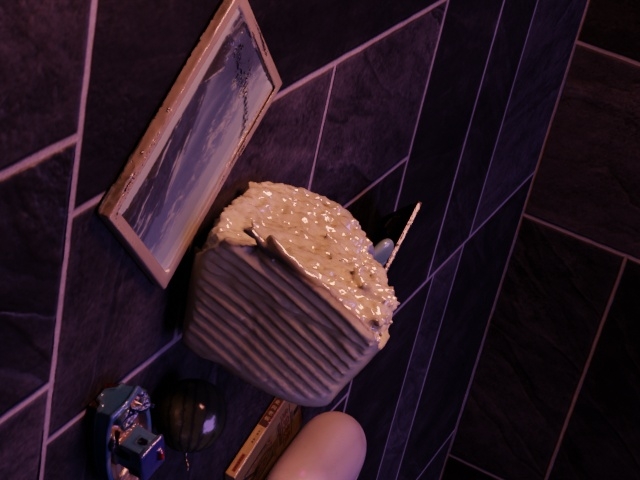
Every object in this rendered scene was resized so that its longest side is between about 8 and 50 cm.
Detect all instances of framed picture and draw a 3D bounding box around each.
[{"bbox_3d":[-0.156,-0.125,1.657,0.335,0.022,0.247,-62,161,-16],"label":"framed picture"},{"bbox_3d":[0.077,0.082,2.398,0.324,0.013,0.244,-62,-171,-11],"label":"framed picture"}]

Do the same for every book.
[{"bbox_3d":[-0.102,0.381,2.403,0.231,0.026,0.161,-55,158,-32],"label":"book"}]

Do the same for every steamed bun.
[{"bbox_3d":[-0.031,0.063,1.837,0.273,0.290,0.272,-57,176,35],"label":"steamed bun"}]

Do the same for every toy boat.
[{"bbox_3d":[-0.252,0.279,1.758,0.100,0.097,0.223,-48,154,-36],"label":"toy boat"}]

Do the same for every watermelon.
[{"bbox_3d":[-0.189,0.266,1.890,0.105,0.105,0.133,38,58,-71],"label":"watermelon"}]

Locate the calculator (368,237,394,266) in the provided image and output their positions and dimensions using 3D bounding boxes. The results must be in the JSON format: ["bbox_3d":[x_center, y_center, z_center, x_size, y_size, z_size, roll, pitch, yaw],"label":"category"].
[{"bbox_3d":[0.002,0.077,2.165,0.298,0.041,0.185,-31,156,-28],"label":"calculator"}]

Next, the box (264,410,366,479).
[{"bbox_3d":[-0.038,0.507,2.496,0.289,0.141,0.349,-46,161,-52],"label":"box"}]

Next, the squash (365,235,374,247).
[{"bbox_3d":[0.041,0.063,2.328,0.188,0.095,0.095,-63,162,-21],"label":"squash"}]
